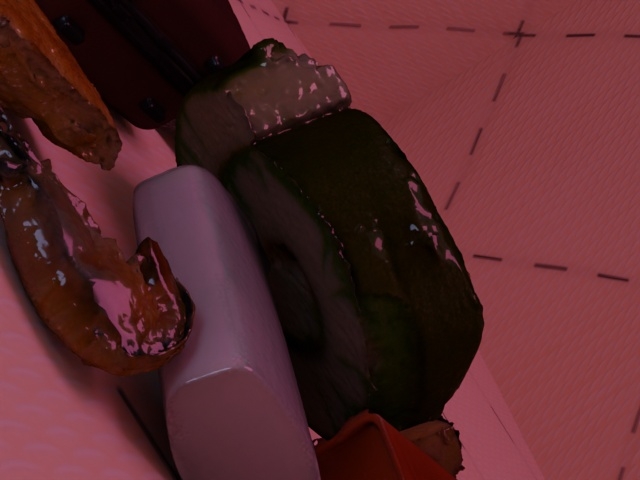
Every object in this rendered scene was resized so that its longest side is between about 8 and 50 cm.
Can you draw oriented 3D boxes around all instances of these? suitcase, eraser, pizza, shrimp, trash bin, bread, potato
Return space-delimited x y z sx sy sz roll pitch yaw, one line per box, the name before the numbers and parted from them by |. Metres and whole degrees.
suitcase | -0.212 -0.269 1.520 0.236 0.161 0.297 64 10 30
eraser | -0.077 0.086 1.200 0.290 0.104 0.189 -108 -179 -55
pizza | -0.278 -0.188 1.141 0.280 0.075 0.287 54 3 15
shrimp | -0.184 -0.013 1.074 0.117 0.066 0.262 -3 59 -52
trash bin | 0.074 0.262 1.311 0.239 0.161 0.184 48 12 -34
bread | 0.000 0.000 1.391 0.366 0.129 0.382 8 -61 65
potato | 0.084 0.248 1.755 0.172 0.089 0.101 18 -52 52

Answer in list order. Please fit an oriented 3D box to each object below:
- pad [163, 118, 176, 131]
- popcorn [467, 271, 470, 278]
pad | -0.104 -0.129 1.809 0.235 0.003 0.158 24 22 -20
popcorn | 0.118 0.095 2.022 0.226 0.203 0.200 170 -102 -80
